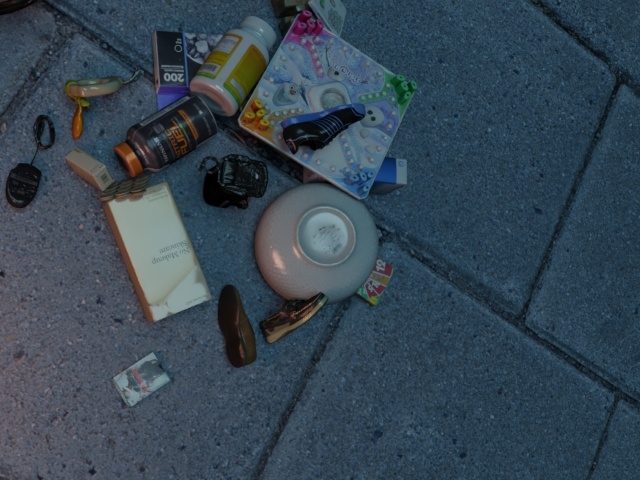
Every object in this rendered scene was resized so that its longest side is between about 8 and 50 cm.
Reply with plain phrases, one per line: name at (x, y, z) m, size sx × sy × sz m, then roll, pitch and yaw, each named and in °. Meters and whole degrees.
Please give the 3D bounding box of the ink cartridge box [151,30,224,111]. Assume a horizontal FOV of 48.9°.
ink cartridge box at (-0.331, -0.442, 1.855) m, size 0.206 × 0.045 × 0.208 m, roll -3°, pitch 85°, yaw -24°

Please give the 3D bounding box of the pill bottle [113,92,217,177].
pill bottle at (-0.390, -0.256, 1.760) m, size 0.245 × 0.130 × 0.130 m, roll -37°, pitch 98°, yaw -21°

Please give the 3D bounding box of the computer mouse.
computer mouse at (-0.692, -0.189, 1.683) m, size 0.071 × 0.041 × 0.242 m, roll 23°, pitch 68°, yaw -27°

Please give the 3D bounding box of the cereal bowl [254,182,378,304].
cereal bowl at (0.000, 0.000, 1.853) m, size 0.338 × 0.141 × 0.339 m, roll 3°, pitch 76°, yaw -12°

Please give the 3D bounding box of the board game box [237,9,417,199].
board game box at (0.034, -0.365, 1.864) m, size 0.389 × 0.050 × 0.390 m, roll 30°, pitch 68°, yaw -12°

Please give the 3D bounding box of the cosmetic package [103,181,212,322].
cosmetic package at (-0.400, 0.031, 1.730) m, size 0.160 × 0.113 × 0.310 m, roll -23°, pitch 91°, yaw -23°

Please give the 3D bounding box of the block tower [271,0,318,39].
block tower at (-0.066, -0.623, 1.962) m, size 0.090 × 0.097 × 0.336 m, roll -17°, pitch 92°, yaw -23°

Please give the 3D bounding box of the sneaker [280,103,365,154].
sneaker at (0.015, -0.279, 1.767) m, size 0.232 × 0.081 × 0.091 m, roll -16°, pitch 86°, yaw -17°

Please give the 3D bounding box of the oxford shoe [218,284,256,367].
oxford shoe at (-0.211, 0.218, 1.818) m, size 0.076 × 0.076 × 0.212 m, roll -4°, pitch 81°, yaw -53°

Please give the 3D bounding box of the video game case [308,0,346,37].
video game case at (0.021, -0.657, 1.978) m, size 0.143 × 0.019 × 0.157 m, roll 48°, pitch 39°, yaw -37°

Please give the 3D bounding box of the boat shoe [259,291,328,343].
boat shoe at (-0.075, 0.188, 1.801) m, size 0.073 × 0.223 × 0.080 m, roll 50°, pitch 32°, yaw -2°

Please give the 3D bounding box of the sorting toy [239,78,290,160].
sorting toy at (-0.113, -0.312, 1.926) m, size 0.274 × 0.046 × 0.132 m, roll 40°, pitch 71°, yaw -14°

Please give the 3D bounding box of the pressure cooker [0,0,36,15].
pressure cooker at (-0.791, -0.688, 1.530) m, size 0.369 × 0.375 × 0.421 m, roll -19°, pitch 91°, yaw 7°

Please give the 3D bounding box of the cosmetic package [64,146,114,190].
cosmetic package at (-0.553, -0.172, 1.688) m, size 0.115 × 0.060 × 0.041 m, roll 31°, pitch 65°, yaw 27°

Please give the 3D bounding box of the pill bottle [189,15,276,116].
pill bottle at (-0.216, -0.452, 1.807) m, size 0.136 × 0.136 × 0.246 m, roll 35°, pitch 70°, yaw -15°

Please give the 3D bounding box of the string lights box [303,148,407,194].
string lights box at (0.095, -0.187, 1.947) m, size 0.259 × 0.133 × 0.077 m, roll 5°, pitch 79°, yaw -22°

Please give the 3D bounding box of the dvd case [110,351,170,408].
dvd case at (-0.440, 0.342, 1.726) m, size 0.119 × 0.013 × 0.087 m, roll -32°, pitch 96°, yaw -22°

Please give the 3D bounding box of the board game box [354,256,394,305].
board game box at (0.076, 0.064, 1.964) m, size 0.259 × 0.039 × 0.124 m, roll 33°, pitch 72°, yaw -12°

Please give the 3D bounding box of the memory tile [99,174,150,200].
memory tile at (-0.469, -0.127, 1.696) m, size 0.113 × 0.148 × 0.012 m, roll -13°, pitch 111°, yaw -4°

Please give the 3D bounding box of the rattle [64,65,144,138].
rattle at (-0.525, -0.347, 1.752) m, size 0.199 × 0.130 × 0.143 m, roll -27°, pitch 106°, yaw -49°

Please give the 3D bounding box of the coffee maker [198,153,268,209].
coffee maker at (-0.237, -0.157, 1.784) m, size 0.171 × 0.178 × 0.120 m, roll 34°, pitch 70°, yaw -17°
